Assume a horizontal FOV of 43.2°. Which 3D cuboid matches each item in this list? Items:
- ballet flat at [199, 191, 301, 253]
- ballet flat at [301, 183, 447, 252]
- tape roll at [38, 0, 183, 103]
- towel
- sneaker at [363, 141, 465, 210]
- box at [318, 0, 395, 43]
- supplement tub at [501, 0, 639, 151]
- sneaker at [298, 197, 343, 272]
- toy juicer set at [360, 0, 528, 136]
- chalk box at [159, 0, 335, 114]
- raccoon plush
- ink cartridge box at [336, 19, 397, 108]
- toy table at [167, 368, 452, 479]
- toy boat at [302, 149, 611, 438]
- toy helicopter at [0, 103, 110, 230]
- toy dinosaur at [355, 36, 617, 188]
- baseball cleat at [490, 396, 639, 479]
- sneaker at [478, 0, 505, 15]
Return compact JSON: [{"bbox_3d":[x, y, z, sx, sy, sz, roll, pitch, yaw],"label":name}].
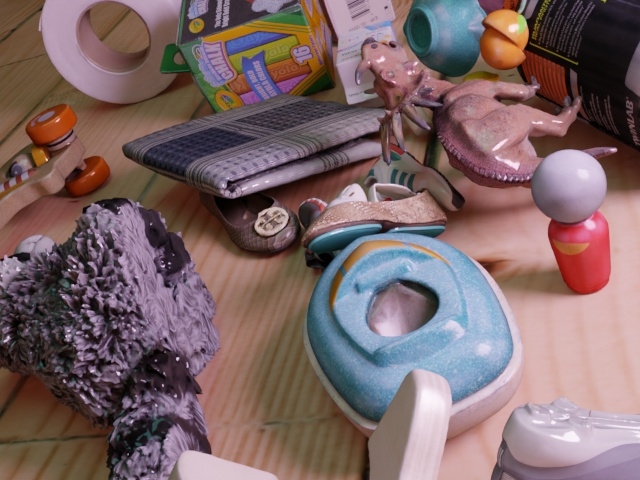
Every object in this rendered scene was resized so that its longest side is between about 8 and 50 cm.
[{"bbox_3d":[-0.107,-0.049,1.106,0.084,0.058,0.250,-31,33,-15],"label":"ballet flat"},{"bbox_3d":[0.054,-0.029,0.894,0.206,0.067,0.073,-4,-22,-42],"label":"ballet flat"},{"bbox_3d":[-0.406,-0.423,1.619,0.286,0.286,0.100,-15,34,11],"label":"tape roll"},{"bbox_3d":[-0.087,-0.144,1.194,0.324,0.056,0.312,-24,27,-31],"label":"towel"},{"bbox_3d":[0.112,-0.061,1.010,0.075,0.057,0.161,-49,41,2],"label":"sneaker"},{"bbox_3d":[0.026,-0.496,1.588,0.127,0.148,0.232,-29,32,-9],"label":"box"},{"bbox_3d":[0.365,-0.227,0.943,0.207,0.207,0.338,-27,34,-6],"label":"supplement tub"},{"bbox_3d":[0.000,0.000,0.974,0.065,0.061,0.158,-36,34,-9],"label":"sneaker"},{"bbox_3d":[0.178,-0.250,1.075,0.089,0.209,0.329,-16,-9,-25],"label":"toy juicer set"},{"bbox_3d":[-0.139,-0.345,1.420,0.289,0.179,0.180,-14,46,14],"label":"chalk box"},{"bbox_3d":[-0.286,0.139,0.829,0.299,0.216,0.446,-25,32,11],"label":"raccoon plush"},{"bbox_3d":[0.082,-0.274,1.288,0.092,0.090,0.143,-14,33,13],"label":"ink cartridge box"},{"bbox_3d":[0.021,0.219,0.494,0.252,0.274,0.161,-52,19,17],"label":"toy table"},{"bbox_3d":[0.129,0.036,0.758,0.318,0.148,0.267,-26,33,-5],"label":"toy boat"},{"bbox_3d":[-0.525,-0.066,1.317,0.235,0.140,0.355,-8,37,27],"label":"toy helicopter"},{"bbox_3d":[0.170,-0.117,0.899,0.200,0.127,0.296,-5,32,-32],"label":"toy dinosaur"},{"bbox_3d":[0.221,0.171,0.578,0.206,0.109,0.072,12,17,-4],"label":"baseball cleat"},{"bbox_3d":[0.273,-0.419,1.314,0.281,0.162,0.106,0,39,30],"label":"sneaker"}]
